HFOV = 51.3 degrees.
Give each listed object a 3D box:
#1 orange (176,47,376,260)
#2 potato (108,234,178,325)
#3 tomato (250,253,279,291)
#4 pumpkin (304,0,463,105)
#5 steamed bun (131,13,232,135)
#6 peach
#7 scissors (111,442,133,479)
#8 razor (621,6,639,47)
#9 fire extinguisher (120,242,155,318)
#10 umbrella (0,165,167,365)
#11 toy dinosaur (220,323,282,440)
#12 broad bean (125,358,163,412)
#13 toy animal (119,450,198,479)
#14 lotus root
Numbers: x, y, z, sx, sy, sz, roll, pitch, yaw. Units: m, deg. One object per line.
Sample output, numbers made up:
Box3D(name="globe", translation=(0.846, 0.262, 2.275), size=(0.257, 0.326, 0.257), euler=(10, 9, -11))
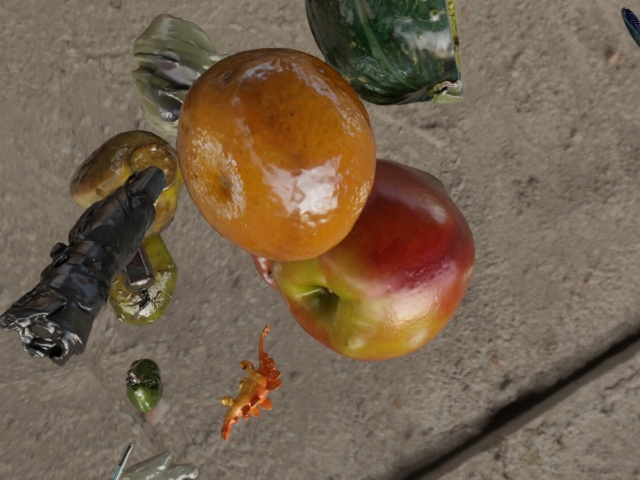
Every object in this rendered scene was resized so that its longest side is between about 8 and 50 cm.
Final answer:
Box3D(name="orange", translation=(-0.042, -0.087, 0.682), size=(0.170, 0.224, 0.224), euler=(-27, 89, -36))
Box3D(name="potato", translation=(-0.441, 0.062, 1.634), size=(0.176, 0.141, 0.298), euler=(-4, 96, -30))
Box3D(name="tomato", translation=(0.000, 0.000, 1.580), size=(0.293, 0.325, 0.290), euler=(50, 42, -10))
Box3D(name="pumpkin", translation=(0.085, -0.301, 0.893), size=(0.196, 0.293, 0.264), euler=(-8, 85, 16))
Box3D(name="steamed bun", translation=(-0.353, -0.401, 1.693), size=(0.275, 0.206, 0.320), euler=(-41, 100, 19))
Box3D(name="peach", translation=(0.101, 0.021, 1.221), size=(0.388, 0.388, 0.389), euler=(3, 79, -18))
Box3D(name="scissors", translation=(-0.399, 0.458, 1.316), size=(0.014, 0.058, 0.119), euler=(22, 81, 3))
Box3D(name="razor", translation=(0.452, -0.269, 0.909), size=(0.044, 0.028, 0.155), euler=(25, 31, -47))
Box3D(name="fire extinguisher", translation=(-0.437, 0.037, 1.504), size=(0.089, 0.072, 0.268), euler=(-24, 77, 2))
Box3D(name="umbrella", translation=(-0.196, 0.008, 0.606), size=(0.066, 0.059, 0.236), euler=(56, 30, -27))
Box3D(name="toy dinosaur", translation=(-0.148, 0.337, 1.558), size=(0.117, 0.070, 0.288), euler=(15, 66, 30))
Box3D(name="broad bean", translation=(-0.235, 0.192, 0.891), size=(0.046, 0.195, 0.061), euler=(-17, 88, -13))
Box3D(name="toy animal", translation=(-0.377, 0.636, 1.473), size=(0.266, 0.308, 0.188), euler=(49, 28, -6))
Box3D(name="lotus root", translation=(-0.340, -0.087, 1.185), size=(0.193, 0.291, 0.193), euler=(13, 68, -36))
